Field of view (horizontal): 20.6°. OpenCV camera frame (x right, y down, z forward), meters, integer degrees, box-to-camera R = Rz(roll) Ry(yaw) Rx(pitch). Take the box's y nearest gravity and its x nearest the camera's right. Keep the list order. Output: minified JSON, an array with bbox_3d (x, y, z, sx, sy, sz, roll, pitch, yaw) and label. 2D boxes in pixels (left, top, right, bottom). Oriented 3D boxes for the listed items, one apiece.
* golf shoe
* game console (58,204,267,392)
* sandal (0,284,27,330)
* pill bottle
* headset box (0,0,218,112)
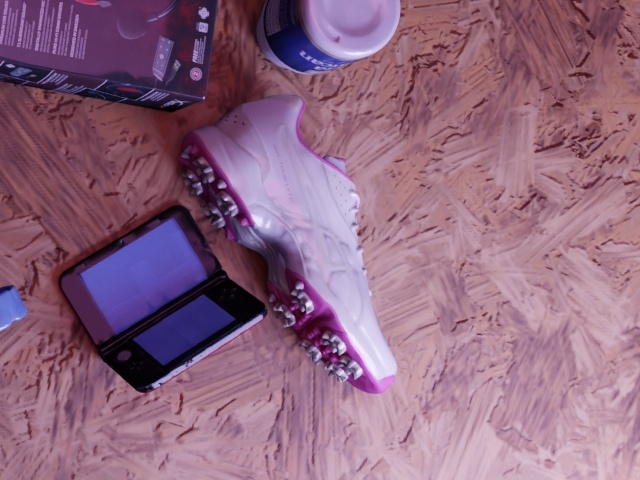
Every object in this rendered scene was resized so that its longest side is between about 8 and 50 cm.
[{"bbox_3d":[0.000,0.000,1.650,0.140,0.115,0.306,-38,102,-22],"label":"golf shoe"},{"bbox_3d":[-0.143,0.052,1.606,0.144,0.124,0.085,-33,126,-19],"label":"game console"},{"bbox_3d":[-0.337,0.141,1.507,0.138,0.126,0.317,15,84,-24],"label":"sandal"},{"bbox_3d":[0.000,-0.204,1.625,0.094,0.169,0.094,1,87,-21],"label":"pill bottle"},{"bbox_3d":[-0.241,-0.248,1.564,0.293,0.110,0.218,10,84,-21],"label":"headset box"}]
